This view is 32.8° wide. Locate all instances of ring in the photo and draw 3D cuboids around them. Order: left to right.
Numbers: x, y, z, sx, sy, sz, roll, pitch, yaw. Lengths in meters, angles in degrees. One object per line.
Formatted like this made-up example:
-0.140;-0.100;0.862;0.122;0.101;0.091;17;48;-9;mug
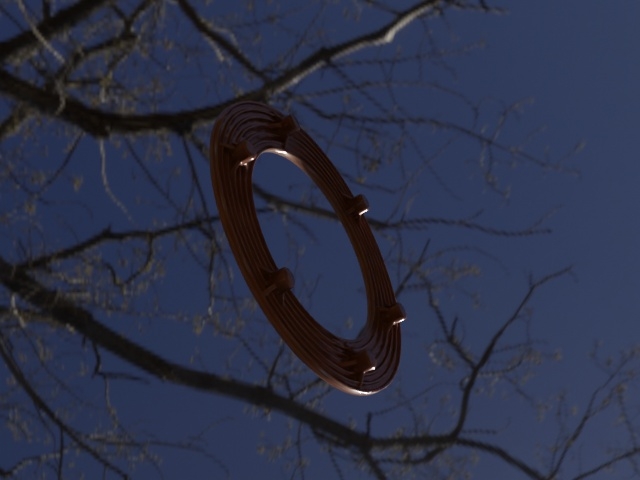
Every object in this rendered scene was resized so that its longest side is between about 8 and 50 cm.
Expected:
0.000;0.000;1.134;0.032;0.337;0.336;-27;-125;22;ring
